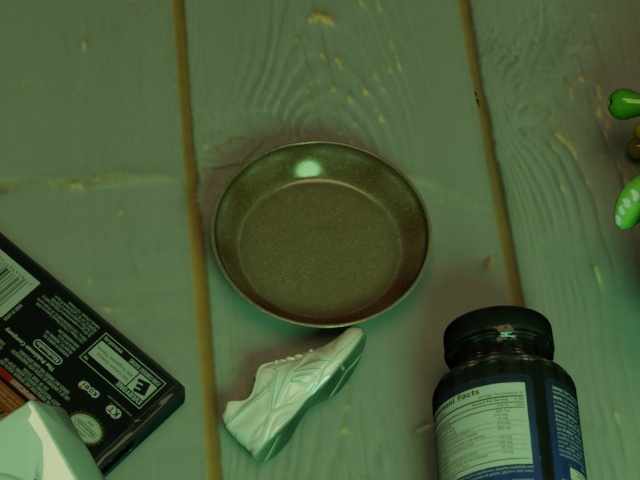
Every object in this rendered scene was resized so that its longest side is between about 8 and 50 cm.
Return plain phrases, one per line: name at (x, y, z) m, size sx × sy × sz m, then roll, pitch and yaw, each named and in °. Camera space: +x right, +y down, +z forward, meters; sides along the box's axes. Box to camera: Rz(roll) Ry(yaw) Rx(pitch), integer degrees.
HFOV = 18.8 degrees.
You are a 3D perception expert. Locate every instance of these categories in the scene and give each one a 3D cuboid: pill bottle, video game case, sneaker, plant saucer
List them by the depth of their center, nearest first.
pill bottle at (0.155, 0.170, 1.592) m, size 0.123 × 0.123 × 0.219 m, roll 0°, pitch 57°, yaw -4°
video game case at (-0.298, 0.128, 1.639) m, size 0.275 × 0.035 × 0.248 m, roll 38°, pitch 63°, yaw 18°
sneaker at (-0.022, 0.119, 1.653) m, size 0.061 × 0.053 × 0.152 m, roll 38°, pitch 63°, yaw 21°
plant saucer at (0.000, 0.000, 1.739) m, size 0.199 × 0.036 × 0.198 m, roll 2°, pitch 58°, yaw -4°

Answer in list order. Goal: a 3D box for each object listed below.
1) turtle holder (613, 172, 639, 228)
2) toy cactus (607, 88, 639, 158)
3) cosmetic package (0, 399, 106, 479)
turtle holder at (0.405, -0.013, 1.598) m, size 0.243 × 0.320 × 0.227 m, roll -1°, pitch 19°, yaw -23°
toy cactus at (0.377, -0.102, 1.755) m, size 0.219 × 0.180 × 0.112 m, roll 38°, pitch 43°, yaw 13°
cosmetic package at (-0.220, 0.346, 1.369) m, size 0.284 × 0.097 × 0.377 m, roll -33°, pitch 79°, yaw 3°
